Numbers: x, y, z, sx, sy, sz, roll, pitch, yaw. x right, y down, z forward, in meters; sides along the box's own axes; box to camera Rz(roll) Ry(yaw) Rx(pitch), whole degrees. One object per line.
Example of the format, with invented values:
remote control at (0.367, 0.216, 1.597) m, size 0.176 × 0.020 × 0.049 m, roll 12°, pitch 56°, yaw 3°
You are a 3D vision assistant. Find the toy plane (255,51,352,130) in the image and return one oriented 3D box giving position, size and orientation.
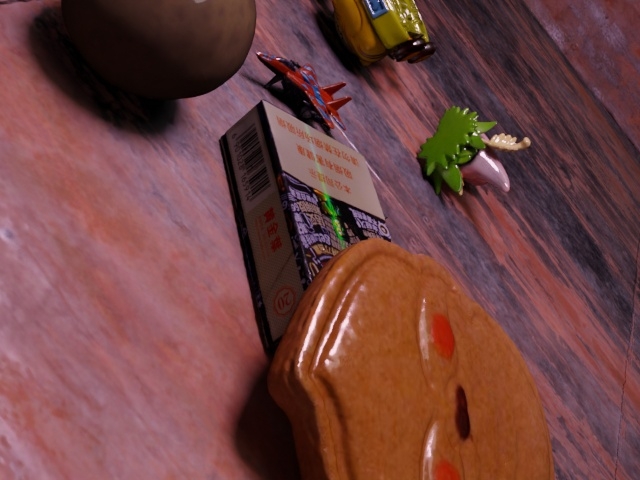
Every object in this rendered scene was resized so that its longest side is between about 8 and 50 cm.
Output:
toy plane at (-0.033, -0.221, 1.295) m, size 0.189 × 0.061 × 0.130 m, roll 18°, pitch 45°, yaw -42°

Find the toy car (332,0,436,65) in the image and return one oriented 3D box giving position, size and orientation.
toy car at (0.094, -0.390, 1.585) m, size 0.200 × 0.142 × 0.248 m, roll 67°, pitch 21°, yaw 2°

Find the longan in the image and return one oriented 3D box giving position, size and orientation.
longan at (-0.168, -0.244, 0.977) m, size 0.196 × 0.197 × 0.220 m, roll 53°, pitch 23°, yaw -1°

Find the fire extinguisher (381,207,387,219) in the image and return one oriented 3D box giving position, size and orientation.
fire extinguisher at (0.064, -0.061, 1.304) m, size 0.028 × 0.022 × 0.083 m, roll -26°, pitch 79°, yaw -31°

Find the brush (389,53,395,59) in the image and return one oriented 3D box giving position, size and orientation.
brush at (0.086, -0.419, 1.729) m, size 0.190 × 0.028 × 0.034 m, roll 40°, pitch 33°, yaw -25°

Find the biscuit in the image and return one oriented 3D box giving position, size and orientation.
biscuit at (0.119, 0.188, 0.954) m, size 0.455 × 0.078 × 0.349 m, roll 29°, pitch 51°, yaw -41°

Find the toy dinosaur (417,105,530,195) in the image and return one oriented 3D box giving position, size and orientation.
toy dinosaur at (0.261, -0.125, 1.586) m, size 0.177 × 0.152 × 0.194 m, roll 33°, pitch -7°, yaw -34°

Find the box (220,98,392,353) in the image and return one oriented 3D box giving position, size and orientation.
box at (0.000, 0.000, 1.071) m, size 0.198 × 0.084 × 0.310 m, roll 24°, pitch 40°, yaw -44°
